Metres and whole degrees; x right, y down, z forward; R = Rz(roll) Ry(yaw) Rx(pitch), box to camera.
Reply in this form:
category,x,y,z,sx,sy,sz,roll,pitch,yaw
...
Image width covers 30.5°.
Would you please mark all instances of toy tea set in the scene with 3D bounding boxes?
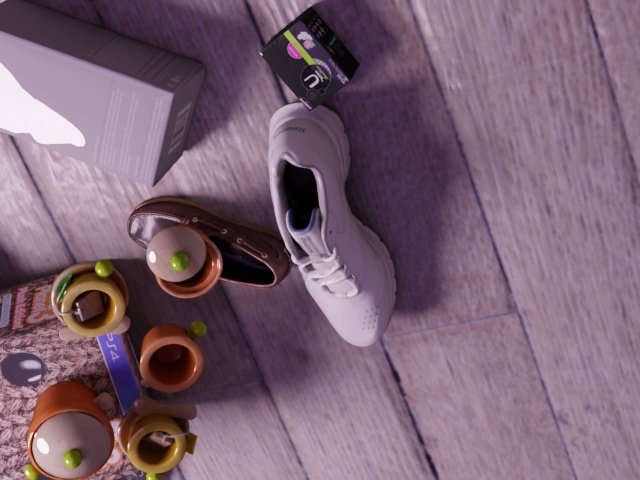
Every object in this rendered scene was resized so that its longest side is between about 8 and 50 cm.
category,x,y,z,sx,sy,sz,roll,pitch,yaw
toy tea set,-0.211,0.137,1.298,0.200,0.124,0.336,7,110,-17

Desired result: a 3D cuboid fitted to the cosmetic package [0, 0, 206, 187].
category,x,y,z,sx,sy,sz,roll,pitch,yaw
cosmetic package,-0.265,-0.166,1.299,0.238,0.107,0.127,23,122,5

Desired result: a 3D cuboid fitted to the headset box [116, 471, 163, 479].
category,x,y,z,sx,sy,sz,roll,pitch,yaw
headset box,-0.254,0.307,1.594,0.083,0.032,0.062,20,122,3

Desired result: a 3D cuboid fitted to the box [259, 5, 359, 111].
category,x,y,z,sx,sy,sz,roll,pitch,yaw
box,-0.011,-0.192,1.242,0.062,0.052,0.083,-35,106,28

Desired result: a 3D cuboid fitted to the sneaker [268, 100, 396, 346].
category,x,y,z,sx,sy,sz,roll,pitch,yaw
sneaker,0.000,0.000,1.300,0.111,0.129,0.297,-14,115,20

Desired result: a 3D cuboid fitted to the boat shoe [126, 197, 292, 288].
category,x,y,z,sx,sy,sz,roll,pitch,yaw
boat shoe,-0.134,0.005,1.373,0.207,0.073,0.073,12,121,10

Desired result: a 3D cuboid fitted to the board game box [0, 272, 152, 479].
category,x,y,z,sx,sy,sz,roll,pitch,yaw
board game box,-0.364,0.190,1.431,0.291,0.141,0.232,-17,115,-6
